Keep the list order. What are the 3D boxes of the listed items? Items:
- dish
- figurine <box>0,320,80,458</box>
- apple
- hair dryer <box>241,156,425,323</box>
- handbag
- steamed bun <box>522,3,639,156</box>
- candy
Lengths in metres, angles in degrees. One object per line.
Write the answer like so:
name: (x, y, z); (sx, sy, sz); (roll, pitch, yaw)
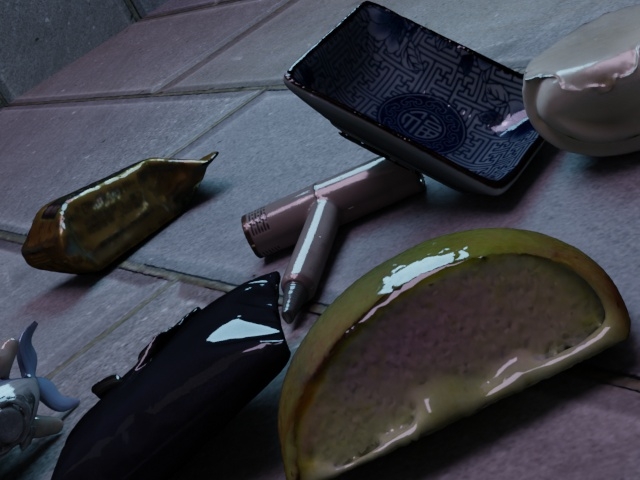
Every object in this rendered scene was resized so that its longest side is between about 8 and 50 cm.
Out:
dish: (0.100, -0.125, 1.156); (0.243, 0.080, 0.182); (29, 47, 13)
figurine: (-0.331, 0.170, 1.088); (0.208, 0.128, 0.184); (-34, 18, -36)
apple: (0.078, 0.060, 0.842); (0.265, 0.120, 0.193); (-25, 10, 2)
hair dryer: (0.011, -0.003, 1.141); (0.195, 0.053, 0.220); (-23, 23, 12)
handbag: (-0.124, 0.130, 0.936); (0.254, 0.088, 0.211); (-41, 11, 7)
steamed bun: (0.279, -0.143, 1.055); (0.183, 0.106, 0.183); (-24, 18, 9)
candy: (-0.249, -0.045, 1.502); (0.271, 0.101, 0.143); (-35, 16, -31)
